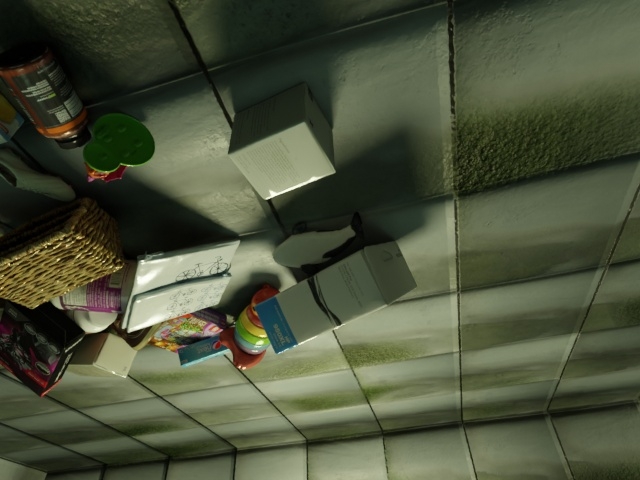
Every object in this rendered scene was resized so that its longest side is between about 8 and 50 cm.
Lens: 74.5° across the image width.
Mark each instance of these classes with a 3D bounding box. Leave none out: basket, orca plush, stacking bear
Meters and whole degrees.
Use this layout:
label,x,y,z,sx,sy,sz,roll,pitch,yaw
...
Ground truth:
label,x,y,z,sx,sy,sz,roll,pitch,yaw
basket,-0.695,0.001,1.057,0.299,0.213,0.223,-24,152,2
orca plush,0.000,0.000,1.254,0.287,0.102,0.151,-35,85,18
stacking bear,-0.218,0.285,1.486,0.164,0.175,0.289,-8,137,-45

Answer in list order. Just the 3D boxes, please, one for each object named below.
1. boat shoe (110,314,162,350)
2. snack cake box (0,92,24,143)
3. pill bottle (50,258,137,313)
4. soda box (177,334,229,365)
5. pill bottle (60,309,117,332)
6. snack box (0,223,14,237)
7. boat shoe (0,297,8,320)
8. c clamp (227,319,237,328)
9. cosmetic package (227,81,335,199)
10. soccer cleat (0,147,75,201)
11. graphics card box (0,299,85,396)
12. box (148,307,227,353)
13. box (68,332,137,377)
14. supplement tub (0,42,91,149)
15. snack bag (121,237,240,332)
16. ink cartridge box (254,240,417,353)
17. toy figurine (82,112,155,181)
label,x,y,z,sx,sy,sz,roll,pitch,yaw
boat shoe,-0.646,0.283,1.430,0.123,0.123,0.342,45,153,-25
snack cake box,-0.763,-0.306,0.831,0.152,0.089,0.264,-10,138,10
pill bottle,-0.696,0.129,1.268,0.302,0.169,0.169,6,138,-10
soda box,-0.431,0.418,1.614,0.210,0.067,0.071,-16,159,-14
pill bottle,-0.772,0.249,1.402,0.216,0.121,0.121,-15,140,36
snack box,-0.954,-0.012,1.192,0.141,0.037,0.100,-27,134,27
boat shoe,-1.126,0.193,1.369,0.302,0.109,0.098,21,128,-32
c clamp,-0.292,0.353,1.659,0.137,0.022,0.161,-29,132,26
cosmetic package,-0.080,-0.215,0.926,0.184,0.151,0.151,-18,137,18
soccer cleat,-0.704,-0.144,1.028,0.068,0.076,0.196,-28,133,26
graphics card box,-0.937,0.343,1.387,0.233,0.094,0.371,42,122,-2
box,-0.524,0.332,1.593,0.293,0.057,0.201,-34,131,30
box,-0.851,0.434,1.584,0.311,0.121,0.148,-10,141,31
supplement tub,-0.550,-0.283,0.856,0.106,0.106,0.197,-5,139,2
snack bag,-0.407,0.131,1.262,0.323,0.037,0.342,-12,145,-42
ink cartridge box,0.052,0.165,1.260,0.395,0.166,0.285,-30,171,27
toy figurine,-0.481,-0.179,0.954,0.130,0.173,0.159,43,135,-18
